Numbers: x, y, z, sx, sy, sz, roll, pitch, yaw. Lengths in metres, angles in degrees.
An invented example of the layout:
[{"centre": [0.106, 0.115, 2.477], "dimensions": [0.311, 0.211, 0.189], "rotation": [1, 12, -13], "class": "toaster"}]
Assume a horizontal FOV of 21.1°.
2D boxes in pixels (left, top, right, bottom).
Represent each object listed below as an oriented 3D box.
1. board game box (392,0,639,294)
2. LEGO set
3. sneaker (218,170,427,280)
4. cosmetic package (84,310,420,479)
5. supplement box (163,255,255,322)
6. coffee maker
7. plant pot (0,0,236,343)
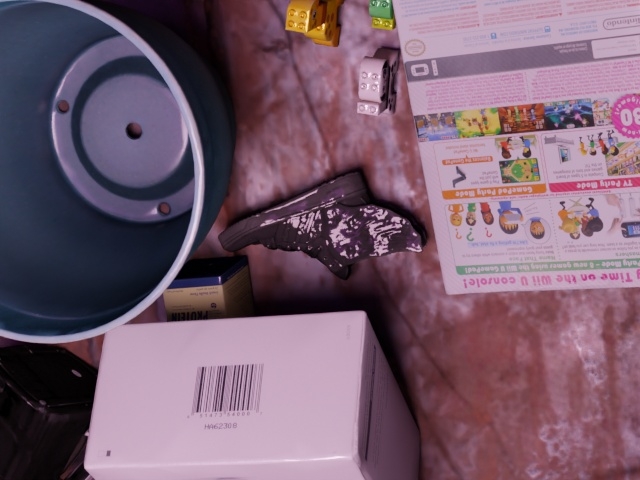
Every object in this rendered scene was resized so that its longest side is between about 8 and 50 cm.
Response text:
[{"centre": [0.191, -0.115, 1.368], "dimensions": [0.224, 0.097, 0.303], "rotation": [-2, 104, 32], "class": "board game box"}, {"centre": [0.019, -0.210, 1.420], "dimensions": [0.087, 0.093, 0.227], "rotation": [10, 110, 17], "class": "LEGO set"}, {"centre": [0.000, 0.000, 1.499], "dimensions": [0.170, 0.051, 0.089], "rotation": [-24, 90, 14], "class": "sneaker"}, {"centre": [-0.048, 0.173, 1.446], "dimensions": [0.224, 0.225, 0.138], "rotation": [-4, 56, 14], "class": "cosmetic package"}, {"centre": [-0.096, 0.064, 1.519], "dimensions": [0.056, 0.083, 0.083], "rotation": [-5, 101, 16], "class": "supplement box"}, {"centre": [-0.292, 0.191, 1.552], "dimensions": [0.171, 0.120, 0.178], "rotation": [17, 110, -36], "class": "coffee maker"}, {"centre": [-0.187, -0.077, 1.423], "dimensions": [0.271, 0.255, 0.272], "rotation": [3, 102, 14], "class": "plant pot"}]
